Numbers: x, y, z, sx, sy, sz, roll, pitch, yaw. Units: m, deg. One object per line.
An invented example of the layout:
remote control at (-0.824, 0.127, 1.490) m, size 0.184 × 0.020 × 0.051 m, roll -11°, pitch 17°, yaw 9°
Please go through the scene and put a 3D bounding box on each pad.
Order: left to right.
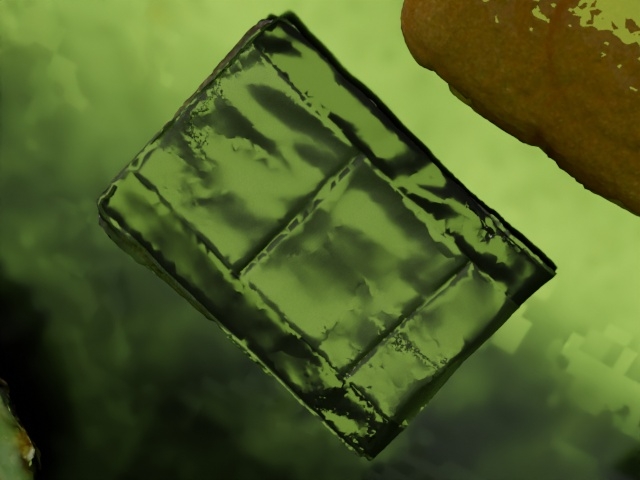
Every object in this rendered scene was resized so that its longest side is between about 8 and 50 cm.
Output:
pad at (0.000, 0.000, 1.049) m, size 0.233 × 0.022 × 0.174 m, roll 41°, pitch 106°, yaw -4°

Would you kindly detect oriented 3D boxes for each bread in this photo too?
bread at (0.173, -0.111, 0.941) m, size 0.245 × 0.121 × 0.174 m, roll 36°, pitch 105°, yaw -3°

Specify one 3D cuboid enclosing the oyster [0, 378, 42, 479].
oyster at (-0.284, 0.112, 1.091) m, size 0.198 × 0.092 × 0.260 m, roll -33°, pitch 106°, yaw 15°
